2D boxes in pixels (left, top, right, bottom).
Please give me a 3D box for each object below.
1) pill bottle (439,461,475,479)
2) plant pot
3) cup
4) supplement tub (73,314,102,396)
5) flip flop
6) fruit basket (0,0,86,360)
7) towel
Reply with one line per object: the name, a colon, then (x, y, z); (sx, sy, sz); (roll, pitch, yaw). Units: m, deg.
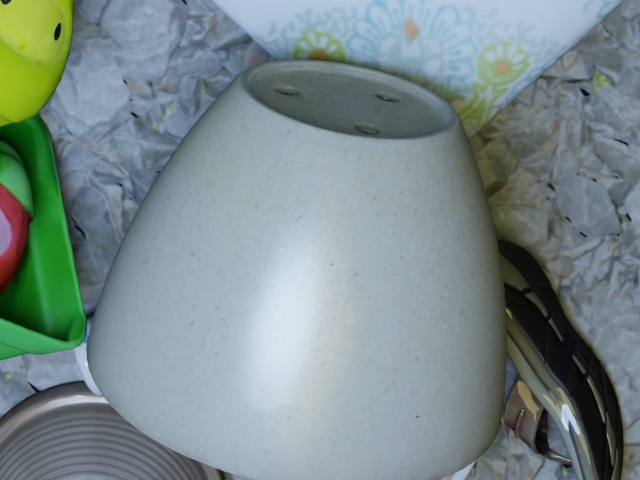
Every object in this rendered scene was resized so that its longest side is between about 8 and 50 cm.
pill bottle: (0.041, 0.145, 1.390); (0.186, 0.112, 0.112); (32, 103, -11)
plant pot: (-0.202, 0.252, 1.412); (0.237, 0.110, 0.237); (0, 106, -1)
cup: (0.000, 0.000, 1.217); (0.331, 0.331, 0.237); (8, 113, -5)
supplement tub: (-0.155, 0.087, 1.385); (0.107, 0.071, 0.071); (-19, 106, 3)
flip flop: (0.191, 0.128, 1.404); (0.080, 0.112, 0.277); (-21, 111, 31)
fruit basket: (-0.301, -0.091, 1.174); (0.392, 0.283, 0.392); (-12, 149, -7)
towel: (0.057, -0.269, 1.248); (0.374, 0.090, 0.320); (42, 119, -12)
